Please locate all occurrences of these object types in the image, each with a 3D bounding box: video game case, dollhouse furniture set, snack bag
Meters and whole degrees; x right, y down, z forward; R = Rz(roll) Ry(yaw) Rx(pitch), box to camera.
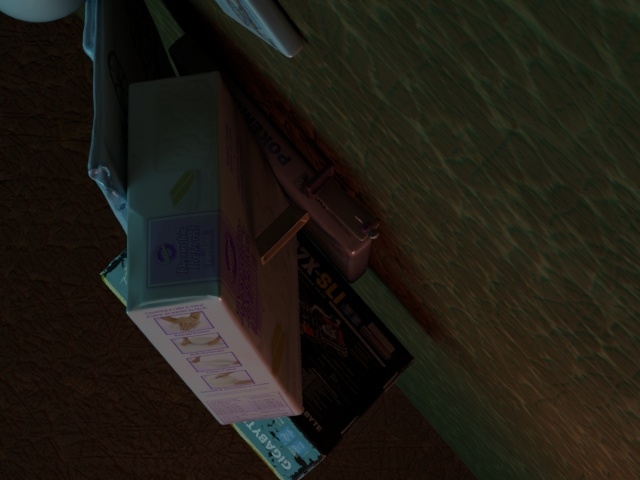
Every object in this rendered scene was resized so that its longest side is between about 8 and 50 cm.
[{"bbox_3d":[-0.084,-0.211,1.209,0.157,0.019,0.143,51,176,-31],"label":"video game case"},{"bbox_3d":[0.000,0.000,1.613,0.081,0.114,0.091,44,173,10],"label":"dollhouse furniture set"},{"bbox_3d":[-0.053,-0.083,1.908,0.300,0.036,0.329,48,175,6],"label":"video game case"},{"bbox_3d":[-0.184,-0.105,1.704,0.323,0.037,0.343,70,-168,-54],"label":"snack bag"}]

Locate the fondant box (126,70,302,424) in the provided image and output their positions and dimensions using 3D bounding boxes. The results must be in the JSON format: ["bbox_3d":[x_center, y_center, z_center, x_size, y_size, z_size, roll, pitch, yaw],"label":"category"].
[{"bbox_3d":[-0.100,0.018,1.652,0.330,0.096,0.238,61,-156,-62],"label":"fondant box"}]

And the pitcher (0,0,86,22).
[{"bbox_3d":[-0.286,-0.271,1.525,0.177,0.125,0.207,6,180,-10],"label":"pitcher"}]

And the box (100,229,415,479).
[{"bbox_3d":[-0.065,0.091,1.919,0.322,0.079,0.257,48,-147,0],"label":"box"}]
